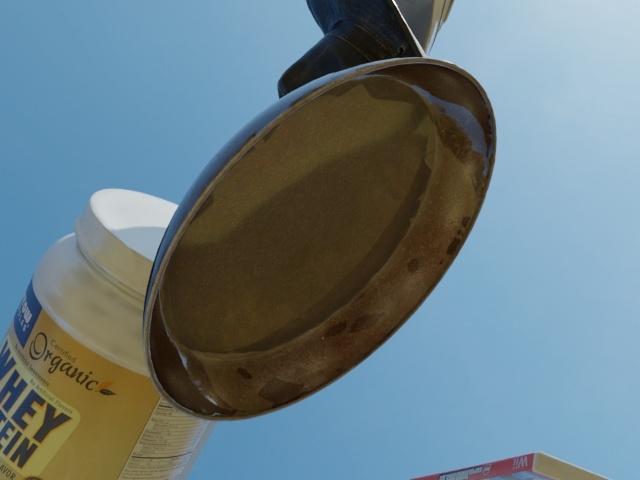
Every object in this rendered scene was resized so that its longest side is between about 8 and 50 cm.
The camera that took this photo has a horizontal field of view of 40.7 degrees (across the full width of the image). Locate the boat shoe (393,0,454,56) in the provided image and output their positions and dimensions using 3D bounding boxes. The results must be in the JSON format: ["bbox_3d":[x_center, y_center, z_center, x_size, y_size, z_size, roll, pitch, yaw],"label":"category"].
[{"bbox_3d":[0.145,-0.322,1.173,0.084,0.095,0.258,-13,-48,-51],"label":"boat shoe"}]

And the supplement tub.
[{"bbox_3d":[-0.204,0.130,0.865,0.228,0.228,0.316,22,-74,-26],"label":"supplement tub"}]

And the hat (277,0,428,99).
[{"bbox_3d":[0.038,-0.150,1.013,0.134,0.331,0.331,-34,-72,-9],"label":"hat"}]

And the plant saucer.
[{"bbox_3d":[0.000,0.000,0.622,0.310,0.050,0.311,-30,-37,-26],"label":"plant saucer"}]

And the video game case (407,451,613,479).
[{"bbox_3d":[0.260,0.322,1.067,0.204,0.285,0.025,24,-119,-16],"label":"video game case"}]
